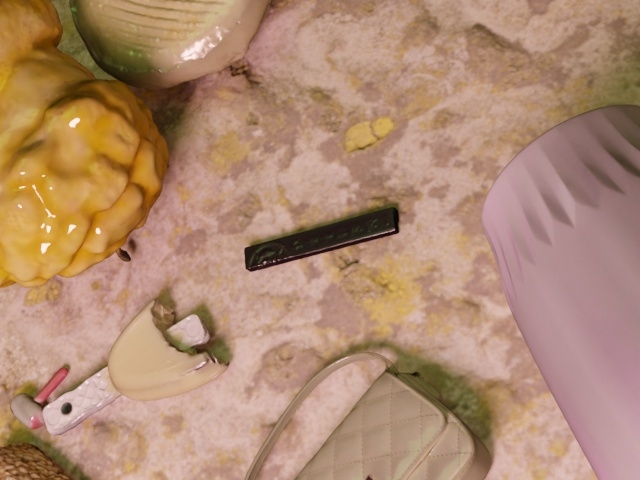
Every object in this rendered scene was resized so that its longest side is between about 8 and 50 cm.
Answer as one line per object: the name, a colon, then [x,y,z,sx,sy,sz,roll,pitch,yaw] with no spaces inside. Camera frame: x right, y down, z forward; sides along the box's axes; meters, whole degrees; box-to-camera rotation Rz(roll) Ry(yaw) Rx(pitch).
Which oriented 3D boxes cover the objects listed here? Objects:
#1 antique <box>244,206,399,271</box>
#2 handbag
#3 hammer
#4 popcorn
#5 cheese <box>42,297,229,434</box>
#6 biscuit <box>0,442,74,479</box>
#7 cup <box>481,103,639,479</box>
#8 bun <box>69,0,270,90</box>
antique: [0.000,0.000,1.271,0.192,0.015,0.031,-16,61,18]
handbag: [0.026,0.238,1.113,0.219,0.079,0.256,36,84,37]
hammer: [-0.339,0.188,1.335,0.052,0.031,0.083,33,77,30]
popcorn: [-0.350,-0.129,1.289,0.349,0.382,0.349,-11,26,6]
cheese: [-0.227,0.159,1.282,0.235,0.050,0.127,-34,59,9]
biscuit: [-0.322,0.296,1.248,0.168,0.082,0.070,34,103,31]
cup: [0.312,0.075,0.951,0.253,0.253,0.371,-31,55,9]
bun: [-0.182,-0.319,1.432,0.287,0.146,0.287,-6,75,23]
